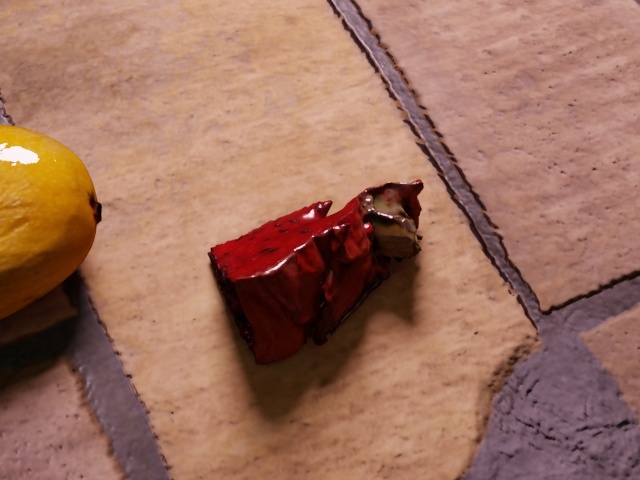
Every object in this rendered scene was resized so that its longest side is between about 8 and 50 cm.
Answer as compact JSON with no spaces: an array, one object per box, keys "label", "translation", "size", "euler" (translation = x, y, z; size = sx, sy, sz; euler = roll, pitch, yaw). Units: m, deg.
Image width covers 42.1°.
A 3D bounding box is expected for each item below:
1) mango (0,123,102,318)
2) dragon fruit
[{"label":"mango","translation":[-0.294,-0.002,0.616],"size":[0.262,0.109,0.157],"euler":[-13,75,-7]},{"label":"dragon fruit","translation":[0.009,0.017,0.674],"size":[0.192,0.122,0.092],"euler":[-32,110,-24]}]
